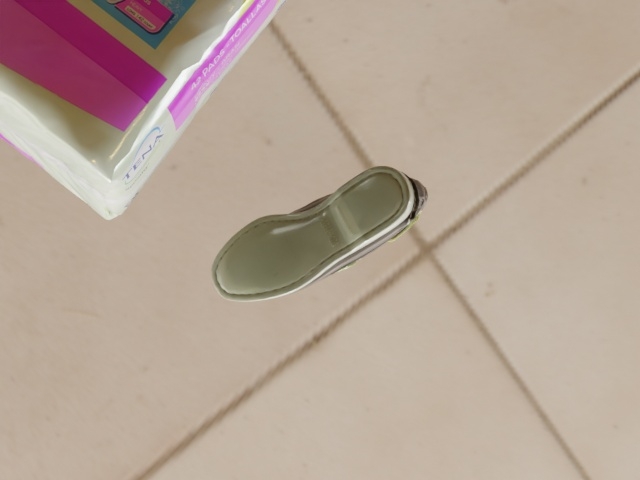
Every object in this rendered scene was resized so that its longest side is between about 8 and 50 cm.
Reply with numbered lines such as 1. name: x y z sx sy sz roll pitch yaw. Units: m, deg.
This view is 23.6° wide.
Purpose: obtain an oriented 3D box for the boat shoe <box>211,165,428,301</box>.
1. boat shoe: 0.000 0.000 1.489 0.228 0.069 0.081 -26 77 22

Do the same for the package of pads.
1. package of pads: -0.148 -0.190 0.754 0.296 0.101 0.229 36 75 1
